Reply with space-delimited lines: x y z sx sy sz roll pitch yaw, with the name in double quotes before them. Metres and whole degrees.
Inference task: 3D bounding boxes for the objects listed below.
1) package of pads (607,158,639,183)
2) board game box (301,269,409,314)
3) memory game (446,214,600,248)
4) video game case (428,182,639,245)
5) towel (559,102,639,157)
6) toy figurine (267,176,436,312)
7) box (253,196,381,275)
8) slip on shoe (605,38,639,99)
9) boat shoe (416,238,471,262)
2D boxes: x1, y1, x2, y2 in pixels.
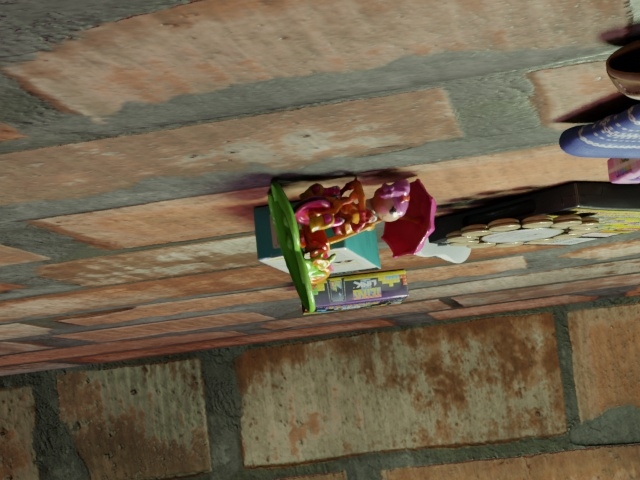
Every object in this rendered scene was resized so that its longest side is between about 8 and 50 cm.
"package of pads" 0.331 -0.079 1.543 0.050 0.032 0.083 -8 173 -14
"board game box" 0.054 0.087 2.515 0.170 0.048 0.141 -6 174 -3
"memory game" 0.241 -0.011 1.813 0.186 0.012 0.186 -4 172 -1
"video game case" 0.316 -0.031 1.898 0.275 0.035 0.248 1 170 -40
"towel" 0.384 -0.124 1.273 0.243 0.040 0.336 -1 169 -25
"toy figurine" 0.039 -0.024 1.538 0.159 0.130 0.173 -19 149 -7
"box" 0.000 0.000 1.743 0.100 0.060 0.244 -8 173 10
"slip on shoe" 0.264 -0.129 1.057 0.135 0.051 0.041 -4 163 34
"boat shoe" 0.149 0.001 1.969 0.040 0.049 0.142 11 -177 35
